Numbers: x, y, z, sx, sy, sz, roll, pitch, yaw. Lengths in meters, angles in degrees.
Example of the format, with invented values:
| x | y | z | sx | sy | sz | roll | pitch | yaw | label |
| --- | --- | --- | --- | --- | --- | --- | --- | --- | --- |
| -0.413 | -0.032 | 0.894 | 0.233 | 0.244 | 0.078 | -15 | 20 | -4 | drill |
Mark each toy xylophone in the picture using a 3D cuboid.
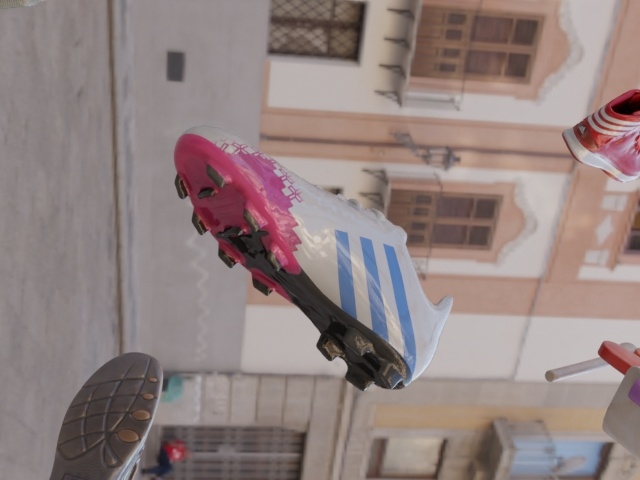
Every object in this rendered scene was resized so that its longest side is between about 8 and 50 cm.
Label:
| x | y | z | sx | sy | sz | roll | pitch | yaw | label |
| --- | --- | --- | --- | --- | --- | --- | --- | --- | --- |
| 0.351 | 0.155 | 0.776 | 0.236 | 0.323 | 0.081 | 36 | -69 | 30 | toy xylophone |

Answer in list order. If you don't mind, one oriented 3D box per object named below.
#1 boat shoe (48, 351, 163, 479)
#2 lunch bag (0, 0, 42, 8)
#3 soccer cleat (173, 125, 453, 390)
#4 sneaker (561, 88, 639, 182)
| x | y | z | sx | sy | sz | roll | pitch | yaw | label |
| --- | --- | --- | --- | --- | --- | --- | --- | --- | --- |
| -0.352 | 0.345 | 1.319 | 0.130 | 0.132 | 0.355 | 105 | 8 | -67 | boat shoe |
| -0.322 | -0.284 | 0.572 | 0.169 | 0.287 | 0.235 | -73 | 165 | -56 | lunch bag |
| 0.000 | 0.000 | 0.811 | 0.143 | 0.331 | 0.116 | -51 | -161 | -30 | soccer cleat |
| 0.492 | -0.163 | 1.317 | 0.128 | 0.221 | 0.087 | -40 | -119 | 38 | sneaker |
